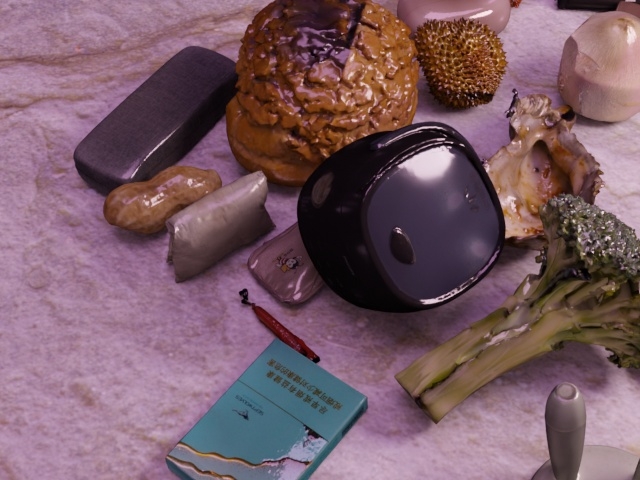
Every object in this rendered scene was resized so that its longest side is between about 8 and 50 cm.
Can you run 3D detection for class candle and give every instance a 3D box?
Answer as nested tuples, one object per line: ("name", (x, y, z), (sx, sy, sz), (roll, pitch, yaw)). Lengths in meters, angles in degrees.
("candle", (-0.066, 0.123, 1.430), (0.026, 0.021, 0.167), (-36, 58, -23))

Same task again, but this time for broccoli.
("broccoli", (0.279, 0.119, 1.308), (0.361, 0.252, 0.221), (-45, 60, 23))

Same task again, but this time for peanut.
("peanut", (-0.242, -0.063, 1.548), (0.193, 0.089, 0.089), (-22, 54, -15))

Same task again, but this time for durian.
("durian", (0.236, -0.298, 1.664), (0.158, 0.137, 0.168), (-23, 84, -21))

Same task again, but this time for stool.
("stool", (0.342, 0.289, 1.161), (0.195, 0.198, 0.195), (5, 51, 9))

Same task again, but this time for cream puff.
("cream puff", (-0.004, -0.259, 1.594), (0.343, 0.231, 0.327), (-32, 60, -20))

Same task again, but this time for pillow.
("pillow", (-0.155, -0.024, 1.487), (0.181, 0.134, 0.078), (-33, 69, -20))
("pillow", (0.000, 0.000, 1.510), (0.233, 0.038, 0.131), (-38, 58, -20))

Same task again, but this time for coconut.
("coconut", (0.465, -0.286, 1.608), (0.171, 0.183, 0.171), (-3, 59, 4))

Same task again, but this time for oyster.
("oyster", (0.323, -0.113, 1.518), (0.198, 0.133, 0.337), (2, 50, 8))

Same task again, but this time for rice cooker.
("rice cooker", (0.109, -0.029, 1.381), (0.267, 0.267, 0.224), (-32, 14, -20))

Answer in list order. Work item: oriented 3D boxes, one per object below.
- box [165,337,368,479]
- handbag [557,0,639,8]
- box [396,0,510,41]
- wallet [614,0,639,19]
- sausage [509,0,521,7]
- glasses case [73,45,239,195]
("box", (-0.069, 0.253, 1.315), (0.162, 0.041, 0.229), (30, 59, 25))
("handbag", (0.558, -0.518, 1.850), (0.247, 0.080, 0.223), (2, 53, 6))
("box", (0.237, -0.410, 1.782), (0.200, 0.088, 0.146), (-12, 51, -4))
("wallet", (0.552, -0.351, 1.743), (0.118, 0.039, 0.152), (24, 61, 9))
("sausage", (0.301, -0.551, 1.911), (0.053, 0.053, 0.348), (-17, 53, -9))
("glasses case", (-0.264, -0.200, 1.663), (0.131, 0.074, 0.323), (26, 58, 23))
